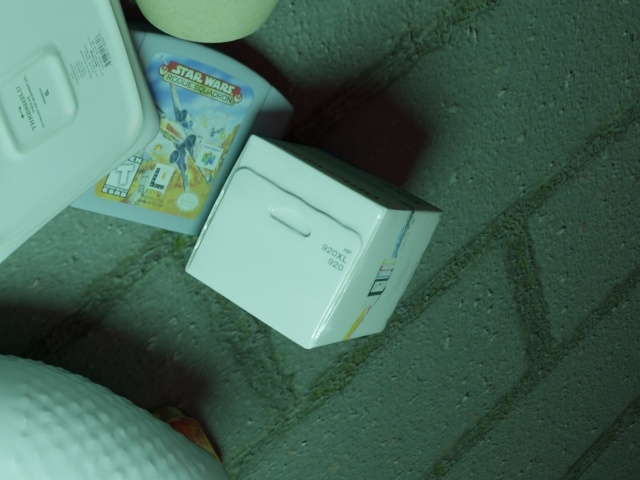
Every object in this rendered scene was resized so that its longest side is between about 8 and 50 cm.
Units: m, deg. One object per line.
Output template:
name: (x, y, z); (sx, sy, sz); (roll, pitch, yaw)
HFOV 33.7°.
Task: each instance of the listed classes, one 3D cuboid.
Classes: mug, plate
mug: (-0.312, 0.300, 1.028); (0.374, 0.276, 0.328); (-55, 131, -11)
plate: (-0.248, -0.119, 0.873); (0.278, 0.045, 0.277); (-45, 142, -31)

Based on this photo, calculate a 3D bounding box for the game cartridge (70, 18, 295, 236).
game cartridge: (-0.160, -0.113, 1.084); (0.297, 0.062, 0.198); (14, 109, -48)

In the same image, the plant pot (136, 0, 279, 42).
plant pot: (-0.093, -0.315, 0.897); (0.256, 0.256, 0.274); (-29, 150, -29)

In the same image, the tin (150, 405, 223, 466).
tin: (-0.187, 0.284, 1.332); (0.106, 0.040, 0.189); (-41, 138, -23)

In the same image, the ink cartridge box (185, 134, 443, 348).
ink cartridge box: (0.000, 0.000, 1.168); (0.168, 0.171, 0.233); (-63, 161, 10)
